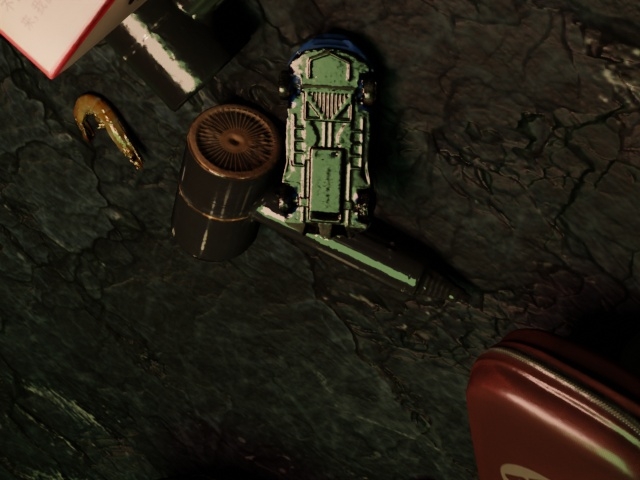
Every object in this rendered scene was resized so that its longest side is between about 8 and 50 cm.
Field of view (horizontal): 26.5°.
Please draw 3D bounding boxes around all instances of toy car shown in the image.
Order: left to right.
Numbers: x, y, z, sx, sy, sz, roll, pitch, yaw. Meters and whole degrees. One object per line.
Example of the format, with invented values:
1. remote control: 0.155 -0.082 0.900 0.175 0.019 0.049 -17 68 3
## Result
1. toy car: 0.010 -0.106 1.386 0.103 0.063 0.216 4 112 6

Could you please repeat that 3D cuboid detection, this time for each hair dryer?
1. hair dryer: -0.134 -0.296 1.318 0.244 0.116 0.302 46 131 -12
2. hair dryer: 0.000 0.000 1.520 0.352 0.107 0.189 28 145 4

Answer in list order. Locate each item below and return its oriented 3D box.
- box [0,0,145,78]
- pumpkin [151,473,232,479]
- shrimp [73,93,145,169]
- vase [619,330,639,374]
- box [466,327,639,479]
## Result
1. box: -0.177 -0.368 1.049 0.312 0.300 0.314 42 129 -7
2. pumpkin: -0.158 0.531 2.002 0.454 0.344 0.454 10 141 8
3. shrimp: -0.258 -0.127 1.649 0.114 0.023 0.083 52 144 -9
4. vase: 0.390 0.184 1.406 0.086 0.086 0.214 -5 131 42
5. box: 0.278 0.242 1.454 0.263 0.108 0.404 29 157 26
